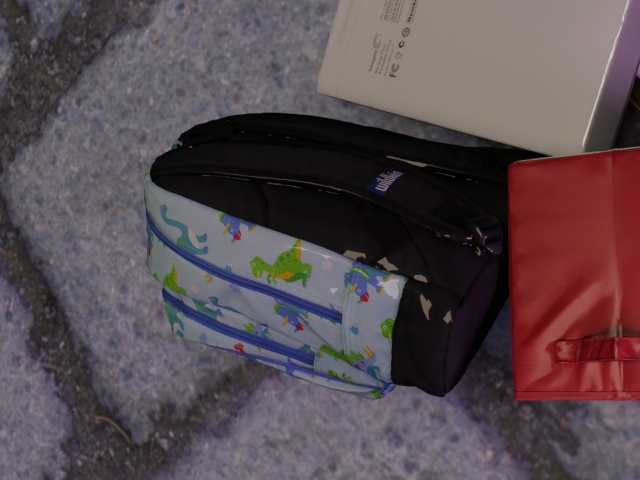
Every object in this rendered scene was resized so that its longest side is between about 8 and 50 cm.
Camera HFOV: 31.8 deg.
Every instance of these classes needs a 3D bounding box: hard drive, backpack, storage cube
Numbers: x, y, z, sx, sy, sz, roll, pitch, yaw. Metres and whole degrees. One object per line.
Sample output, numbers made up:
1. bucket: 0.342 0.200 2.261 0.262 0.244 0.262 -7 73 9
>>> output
1. hard drive: 0.152 -0.219 1.066 0.353 0.047 0.233 23 99 47
2. backpack: 0.000 0.000 1.047 0.356 0.290 0.273 24 130 14
3. storage cube: 0.274 0.032 0.907 0.184 0.215 0.193 -6 81 36

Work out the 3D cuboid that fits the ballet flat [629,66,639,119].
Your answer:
1. ballet flat: 0.297 -0.137 0.993 0.073 0.067 0.206 -50 62 20
